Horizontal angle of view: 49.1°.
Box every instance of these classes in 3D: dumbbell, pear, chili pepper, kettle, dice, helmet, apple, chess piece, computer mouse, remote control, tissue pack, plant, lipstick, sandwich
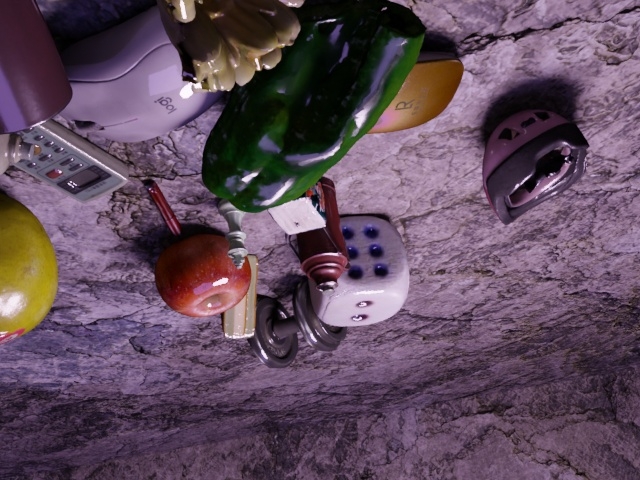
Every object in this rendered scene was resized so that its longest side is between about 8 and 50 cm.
[{"bbox_3d":[-0.064,0.209,1.749,0.290,0.192,0.192,-23,148,26],"label":"dumbbell"},{"bbox_3d":[-0.611,0.066,1.267,0.287,0.287,0.375,-9,171,-1],"label":"pear"},{"bbox_3d":[-0.026,-0.183,0.986,0.213,0.167,0.385,21,129,-30],"label":"chili pepper"},{"bbox_3d":[-0.424,-0.267,0.846,0.202,0.144,0.232,11,134,19],"label":"kettle"},{"bbox_3d":[0.078,0.070,1.539,0.194,0.193,0.192,-1,151,-12],"label":"dice"},{"bbox_3d":[0.379,-0.147,1.290,0.198,0.154,0.253,-31,169,-1],"label":"helmet"},{"bbox_3d":[-0.249,0.067,1.482,0.201,0.162,0.201,-17,151,-10],"label":"apple"},{"bbox_3d":[-0.164,-0.011,1.366,0.059,0.149,0.059,-9,153,-5],"label":"chess piece"},{"bbox_3d":[0.076,-0.239,1.114,0.310,0.072,0.158,-2,148,-12],"label":"computer mouse"},{"bbox_3d":[-0.455,-0.147,1.152,0.123,0.038,0.285,-22,149,22],"label":"remote control"},{"bbox_3d":[-0.046,-0.109,1.205,0.090,0.170,0.103,-16,148,12],"label":"tissue pack"},{"bbox_3d":[-0.158,-0.325,0.714,0.297,0.306,0.261,17,-178,7],"label":"plant"},{"bbox_3d":[-0.258,-0.217,1.006,0.296,0.121,0.184,-20,151,16],"label":"computer mouse"},{"bbox_3d":[-0.304,-0.062,1.365,0.027,0.027,0.176,-10,149,1],"label":"lipstick"},{"bbox_3d":[-0.183,0.127,1.594,0.079,0.163,0.113,3,148,-22],"label":"sandwich"}]

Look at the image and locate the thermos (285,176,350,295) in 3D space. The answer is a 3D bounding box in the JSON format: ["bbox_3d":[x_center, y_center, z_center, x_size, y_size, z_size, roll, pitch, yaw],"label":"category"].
[{"bbox_3d":[0.003,-0.001,1.348,0.124,0.232,0.099,16,142,-39],"label":"thermos"}]

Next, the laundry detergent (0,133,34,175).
[{"bbox_3d":[-0.547,-0.155,1.009,0.253,0.091,0.181,10,136,-9],"label":"laundry detergent"}]
